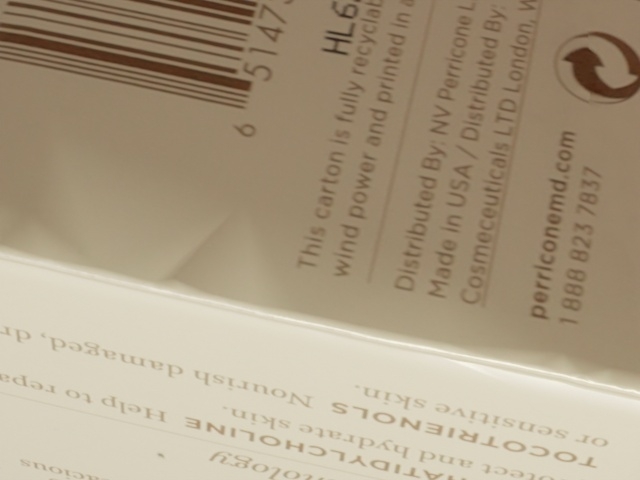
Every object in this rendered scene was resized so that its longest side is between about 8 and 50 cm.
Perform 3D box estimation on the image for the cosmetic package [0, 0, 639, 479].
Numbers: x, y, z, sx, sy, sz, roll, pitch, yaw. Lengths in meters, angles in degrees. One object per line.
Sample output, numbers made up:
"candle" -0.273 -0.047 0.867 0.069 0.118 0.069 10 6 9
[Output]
"cosmetic package" 0.000 0.000 0.900 0.327 0.329 0.393 11 148 3
